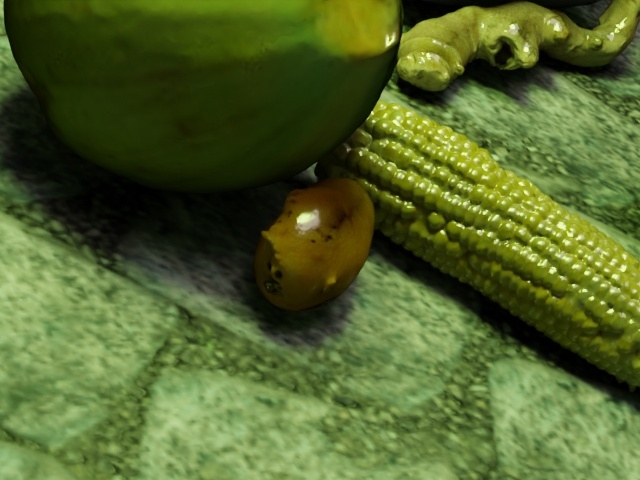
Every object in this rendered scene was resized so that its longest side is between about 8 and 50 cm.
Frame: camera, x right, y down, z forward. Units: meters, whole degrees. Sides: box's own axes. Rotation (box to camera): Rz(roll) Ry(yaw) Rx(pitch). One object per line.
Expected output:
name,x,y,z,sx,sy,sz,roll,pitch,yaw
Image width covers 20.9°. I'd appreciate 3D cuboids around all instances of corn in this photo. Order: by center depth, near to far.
corn,0.119,-0.002,1.133,0.288,0.086,0.086,34,34,10

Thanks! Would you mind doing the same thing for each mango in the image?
mango,0.000,0.000,1.057,0.063,0.077,0.127,32,27,6

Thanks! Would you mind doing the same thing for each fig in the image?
fig,-0.055,-0.141,1.063,0.271,0.239,0.239,10,18,42

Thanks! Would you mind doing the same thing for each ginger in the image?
ginger,0.170,-0.165,1.407,0.288,0.075,0.089,-13,25,-37

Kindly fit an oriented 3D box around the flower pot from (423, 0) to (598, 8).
flower pot,0.171,-0.319,1.482,0.243,0.265,0.265,5,36,-45
